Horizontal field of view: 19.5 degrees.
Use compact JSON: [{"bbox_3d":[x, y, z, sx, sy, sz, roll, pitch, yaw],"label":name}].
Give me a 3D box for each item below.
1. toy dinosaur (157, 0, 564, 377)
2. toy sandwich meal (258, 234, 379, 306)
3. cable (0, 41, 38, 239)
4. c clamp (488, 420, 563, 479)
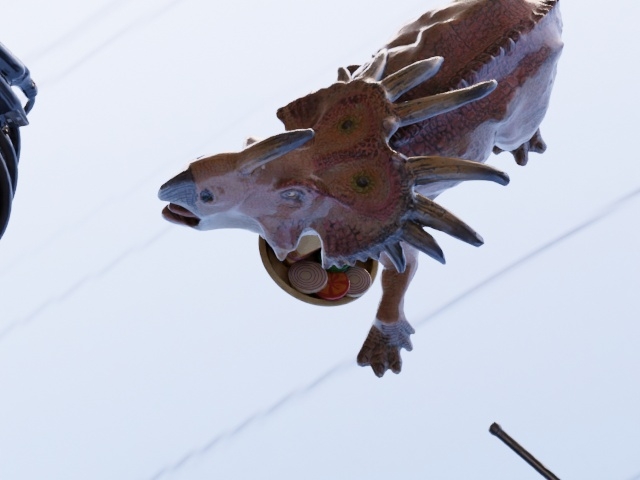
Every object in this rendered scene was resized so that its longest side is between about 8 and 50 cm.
[{"bbox_3d":[0.055,-0.065,0.917,0.127,0.200,0.295,37,-114,6],"label":"toy dinosaur"},{"bbox_3d":[0.000,0.000,1.132,0.085,0.029,0.085,9,-123,-14],"label":"toy sandwich meal"},{"bbox_3d":[-0.223,-0.064,0.947,0.047,0.184,0.150,7,-116,37],"label":"cable"},{"bbox_3d":[0.110,0.185,0.954,0.137,0.160,0.022,38,-143,14],"label":"c clamp"}]
